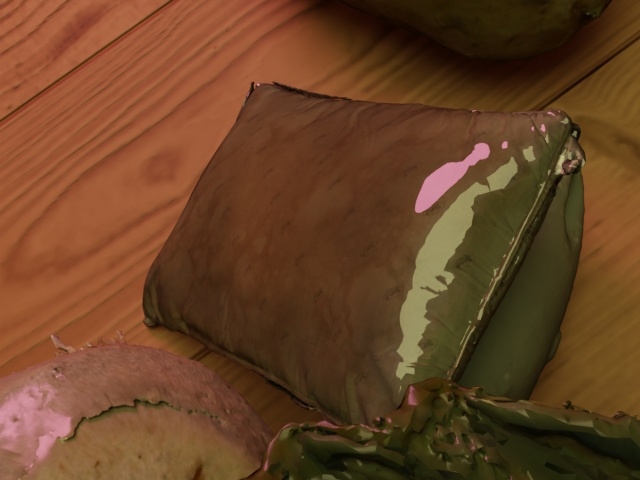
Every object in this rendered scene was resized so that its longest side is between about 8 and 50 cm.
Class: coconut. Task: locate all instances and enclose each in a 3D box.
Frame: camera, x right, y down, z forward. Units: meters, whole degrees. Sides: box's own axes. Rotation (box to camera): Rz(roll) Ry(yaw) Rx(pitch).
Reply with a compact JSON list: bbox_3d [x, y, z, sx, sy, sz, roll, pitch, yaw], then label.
[{"bbox_3d":[-0.129,0.164,0.524,0.234,0.224,0.224,-9,59,55],"label":"coconut"}]

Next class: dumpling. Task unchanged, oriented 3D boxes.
[{"bbox_3d":[0.080,0.039,0.597,0.105,0.149,0.216,20,76,-21],"label":"dumpling"}]

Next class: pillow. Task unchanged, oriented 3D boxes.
[{"bbox_3d":[0.000,0.000,0.558,0.302,0.075,0.185,18,80,55],"label":"pillow"}]

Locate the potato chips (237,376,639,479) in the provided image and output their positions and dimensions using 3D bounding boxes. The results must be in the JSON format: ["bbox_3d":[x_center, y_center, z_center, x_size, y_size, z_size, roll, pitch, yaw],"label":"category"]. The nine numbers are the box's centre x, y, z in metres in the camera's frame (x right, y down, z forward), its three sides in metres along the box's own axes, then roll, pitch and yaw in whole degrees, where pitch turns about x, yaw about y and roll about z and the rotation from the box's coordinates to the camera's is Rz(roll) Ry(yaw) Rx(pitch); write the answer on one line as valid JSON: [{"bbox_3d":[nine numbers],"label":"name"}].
[{"bbox_3d":[0.102,0.258,0.416,0.429,0.070,0.358,30,88,-8],"label":"potato chips"}]

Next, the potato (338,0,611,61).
[{"bbox_3d":[0.066,-0.238,0.659,0.307,0.173,0.210,20,76,16],"label":"potato"}]
